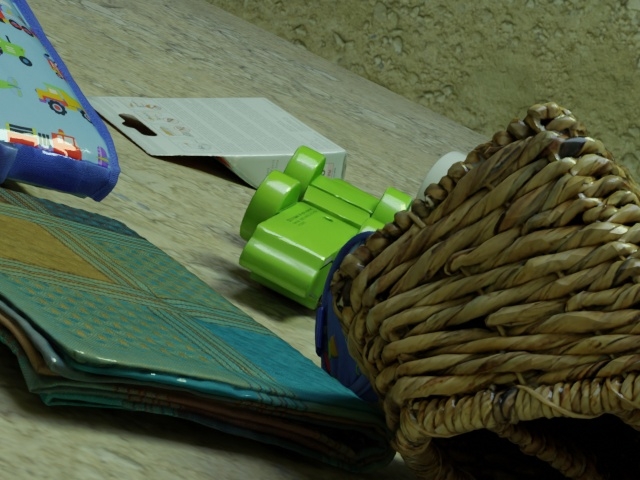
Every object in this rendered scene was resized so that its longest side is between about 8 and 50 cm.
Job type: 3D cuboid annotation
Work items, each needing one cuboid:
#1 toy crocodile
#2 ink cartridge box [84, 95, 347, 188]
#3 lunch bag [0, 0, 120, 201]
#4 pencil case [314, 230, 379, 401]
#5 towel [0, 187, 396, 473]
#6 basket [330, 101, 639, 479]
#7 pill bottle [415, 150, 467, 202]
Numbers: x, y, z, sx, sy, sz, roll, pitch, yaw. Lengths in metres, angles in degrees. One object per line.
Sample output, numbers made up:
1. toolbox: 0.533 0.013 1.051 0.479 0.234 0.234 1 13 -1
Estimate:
1. toy crocodile: 0.000 0.000 1.651 0.115 0.105 0.340 25 14 4
2. ink cartridge box: -0.117 -0.101 2.084 0.232 0.066 0.189 -7 25 -30
3. lunch bag: -0.293 -0.124 1.496 0.221 0.138 0.293 16 17 -42
4. pencil case: 0.138 0.089 1.398 0.306 0.119 0.133 19 -32 -27
5. towel: -0.146 0.037 1.248 0.271 0.040 0.370 18 10 -40
6. basket: 0.163 0.102 1.150 0.299 0.213 0.223 35 20 -54
7. pill bottle: 0.210 -0.010 2.114 0.208 0.119 0.119 29 11 25
